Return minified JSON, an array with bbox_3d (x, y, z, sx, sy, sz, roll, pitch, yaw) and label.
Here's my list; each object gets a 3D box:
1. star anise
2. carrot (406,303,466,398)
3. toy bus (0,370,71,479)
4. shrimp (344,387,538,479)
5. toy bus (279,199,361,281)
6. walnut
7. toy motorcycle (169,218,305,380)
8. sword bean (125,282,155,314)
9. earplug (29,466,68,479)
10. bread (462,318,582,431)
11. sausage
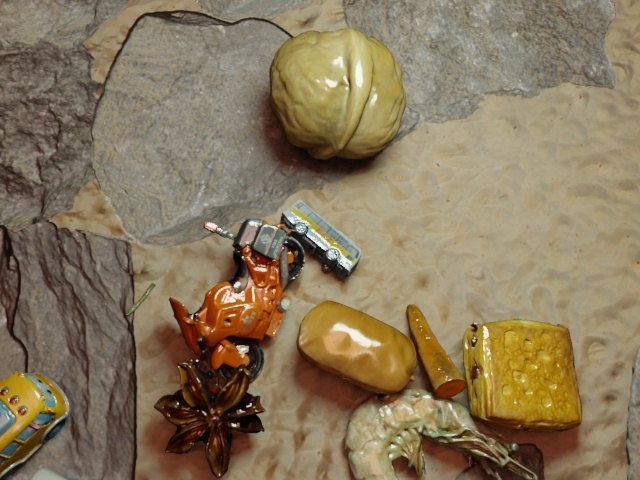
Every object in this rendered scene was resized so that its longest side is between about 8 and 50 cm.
[{"bbox_3d":[-0.190,0.308,1.120,0.190,0.126,0.220,34,98,9],"label":"star anise"},{"bbox_3d":[0.211,0.204,1.196,0.061,0.061,0.209,-15,46,-8],"label":"carrot"},{"bbox_3d":[-0.564,0.329,1.091,0.126,0.136,0.209,42,72,12],"label":"toy bus"},{"bbox_3d":[0.218,0.406,1.130,0.360,0.085,0.247,15,69,9],"label":"shrimp"},{"bbox_3d":[0.000,0.000,1.286,0.190,0.064,0.075,38,60,11],"label":"toy bus"},{"bbox_3d":[0.038,-0.305,1.298,0.296,0.285,0.285,11,67,-22],"label":"walnut"},{"bbox_3d":[-0.167,0.101,1.196,0.221,0.148,0.325,26,78,-19],"label":"toy motorcycle"},{"bbox_3d":[-0.364,0.120,1.248,0.012,0.012,0.083,34,70,10],"label":"sword bean"},{"bbox_3d":[-0.354,0.507,1.034,0.301,0.172,0.172,16,69,-4],"label":"earplug"},{"bbox_3d":[0.378,0.256,1.170,0.235,0.099,0.210,8,66,-21],"label":"bread"},{"bbox_3d":[0.072,0.207,1.176,0.241,0.120,0.136,20,62,4],"label":"sausage"}]
